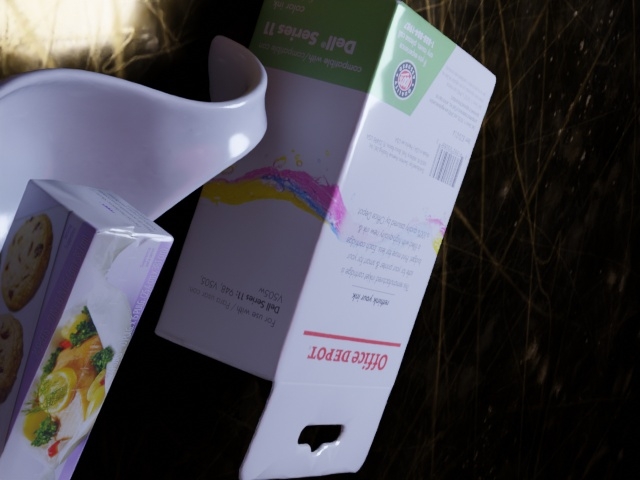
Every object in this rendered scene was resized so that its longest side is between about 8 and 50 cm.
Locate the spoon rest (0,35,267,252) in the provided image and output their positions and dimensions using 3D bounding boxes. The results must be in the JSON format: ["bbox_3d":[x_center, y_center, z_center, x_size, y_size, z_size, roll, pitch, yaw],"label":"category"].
[{"bbox_3d":[-0.121,-0.059,0.684,0.276,0.084,0.137,-35,135,-45],"label":"spoon rest"}]

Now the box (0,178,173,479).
[{"bbox_3d":[-0.184,0.122,0.645,0.063,0.067,0.324,7,113,-54],"label":"box"}]

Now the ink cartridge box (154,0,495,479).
[{"bbox_3d":[0.000,0.000,0.876,0.207,0.119,0.353,17,92,-60],"label":"ink cartridge box"}]
